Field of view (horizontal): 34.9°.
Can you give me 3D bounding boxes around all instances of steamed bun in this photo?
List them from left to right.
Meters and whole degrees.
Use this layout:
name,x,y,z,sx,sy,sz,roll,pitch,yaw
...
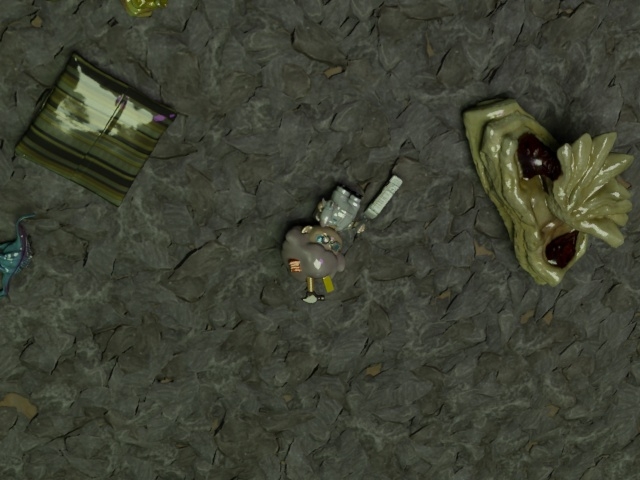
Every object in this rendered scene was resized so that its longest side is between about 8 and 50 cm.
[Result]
name,x,y,z,sx,sy,sz,roll,pitch,yaw
steamed bun,0.462,-0.098,1.958,0.247,0.189,0.428,-30,120,-6

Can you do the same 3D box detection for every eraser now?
name,x,y,z,sx,sy,sz,roll,pitch,yaw
eraser,0.121,-0.084,1.964,0.027,0.019,0.099,33,105,-12

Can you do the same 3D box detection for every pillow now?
name,x,y,z,sx,sy,sz,roll,pitch,yaw
pillow,-0.387,-0.187,1.760,0.208,0.052,0.212,29,106,-22

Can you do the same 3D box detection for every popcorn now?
name,x,y,z,sx,sy,sz,roll,pitch,yaw
popcorn,-0.282,-0.417,1.652,0.097,0.089,0.109,38,106,-16

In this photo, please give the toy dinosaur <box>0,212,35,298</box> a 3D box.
name,x,y,z,sx,sy,sz,roll,pitch,yaw
toy dinosaur,-0.562,0.027,1.834,0.080,0.045,0.197,9,122,-33

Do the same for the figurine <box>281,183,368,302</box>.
name,x,y,z,sx,sy,sz,roll,pitch,yaw
figurine,0.000,0.000,1.931,0.137,0.112,0.229,27,95,-33
